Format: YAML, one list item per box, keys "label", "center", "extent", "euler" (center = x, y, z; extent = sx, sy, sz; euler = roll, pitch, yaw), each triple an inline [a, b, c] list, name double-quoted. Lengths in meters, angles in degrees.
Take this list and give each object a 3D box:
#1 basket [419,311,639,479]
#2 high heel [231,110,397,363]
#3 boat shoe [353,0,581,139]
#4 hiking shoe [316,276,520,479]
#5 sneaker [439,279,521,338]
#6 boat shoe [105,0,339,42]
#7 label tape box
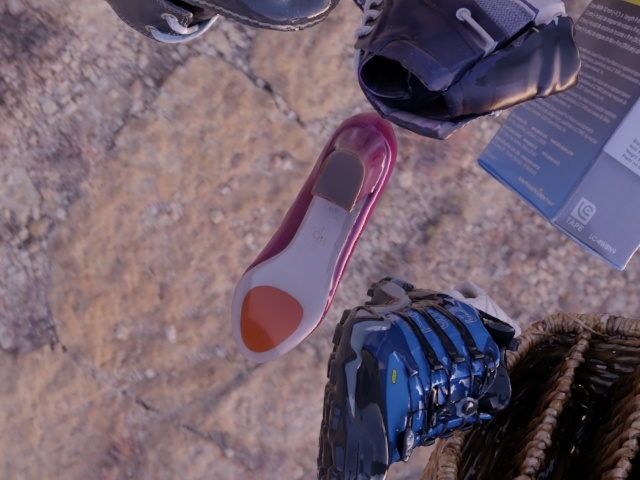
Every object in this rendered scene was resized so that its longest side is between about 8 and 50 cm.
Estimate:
- label: "basket"
  center: [0.221, 0.195, 1.087]
  extent: [0.299, 0.213, 0.223]
  euler: [-56, 173, -37]
- label: "high heel"
  center: [0.000, 0.000, 1.656]
  extent: [0.127, 0.181, 0.377]
  euler: [34, 120, 3]
- label: "boat shoe"
  center: [0.075, -0.208, 1.144]
  extent: [0.158, 0.340, 0.127]
  euler: [-26, 127, -20]
- label: "hiking shoe"
  center: [0.080, 0.102, 0.934]
  extent: [0.132, 0.304, 0.113]
  euler: [10, 110, 11]
- label: "sneaker"
  center: [0.193, 0.169, 1.818]
  extent: [0.114, 0.305, 0.152]
  euler: [-32, 99, 34]
- label: "boat shoe"
  center: [-0.063, -0.133, 0.583]
  extent: [0.084, 0.233, 0.079]
  euler: [-20, 123, -30]
- label: "label tape box"
  center: [0.344, -0.169, 1.327]
  extent: [0.115, 0.249, 0.348]
  euler: [33, 99, -20]
